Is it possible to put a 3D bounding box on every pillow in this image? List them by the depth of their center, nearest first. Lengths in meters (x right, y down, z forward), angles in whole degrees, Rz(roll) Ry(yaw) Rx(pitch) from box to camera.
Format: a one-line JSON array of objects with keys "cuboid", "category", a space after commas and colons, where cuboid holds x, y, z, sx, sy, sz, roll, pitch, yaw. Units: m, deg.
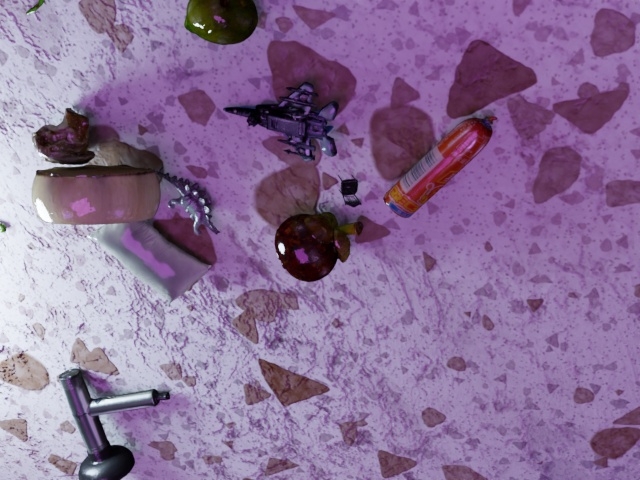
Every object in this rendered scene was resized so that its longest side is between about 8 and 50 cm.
[{"cuboid": [-0.387, 0.025, 1.862, 0.254, 0.078, 0.144, 43, 110, -13], "category": "pillow"}]

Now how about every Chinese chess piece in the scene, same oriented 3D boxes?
[{"cuboid": [-0.460, -0.097, 1.687, 0.257, 0.257, 0.104, 2, 100, 14], "category": "Chinese chess piece"}]

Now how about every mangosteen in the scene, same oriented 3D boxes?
[{"cuboid": [-0.011, -0.004, 1.718, 0.146, 0.156, 0.181, 44, 94, 16], "category": "mangosteen"}]

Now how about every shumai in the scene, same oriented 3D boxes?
[{"cuboid": [-0.539, -0.222, 1.732, 0.146, 0.145, 0.116, 13, 100, 7], "category": "shumai"}]

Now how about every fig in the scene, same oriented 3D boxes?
[{"cuboid": [-0.198, -0.411, 1.518, 0.156, 0.123, 0.123, -20, 115, 38], "category": "fig"}]

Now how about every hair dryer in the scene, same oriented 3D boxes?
[{"cuboid": [-0.540, 0.498, 2.157, 0.284, 0.156, 0.320, 4, 114, 25], "category": "hair dryer"}]

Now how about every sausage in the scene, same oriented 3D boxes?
[{"cuboid": [0.237, -0.151, 1.590, 0.074, 0.074, 0.274, 39, 121, -10], "category": "sausage"}]

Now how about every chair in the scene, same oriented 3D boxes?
[{"cuboid": [0.060, -0.105, 1.690, 0.037, 0.042, 0.086, -1, 157, 16], "category": "chair"}]

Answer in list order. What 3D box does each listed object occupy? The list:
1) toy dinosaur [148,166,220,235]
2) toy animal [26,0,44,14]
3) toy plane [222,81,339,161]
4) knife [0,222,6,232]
[{"cuboid": [-0.290, -0.092, 1.784, 0.209, 0.039, 0.082, 44, 122, -12], "category": "toy dinosaur"}, {"cuboid": [-0.501, -0.495, 1.590, 0.075, 0.041, 0.217, 40, 126, -9], "category": "toy animal"}, {"cuboid": [-0.082, -0.239, 1.614, 0.246, 0.078, 0.169, 8, 123, 10], "category": "toy plane"}, {"cuboid": [-0.852, -0.064, 1.966, 0.212, 0.015, 0.054, 17, 116, 5], "category": "knife"}]
